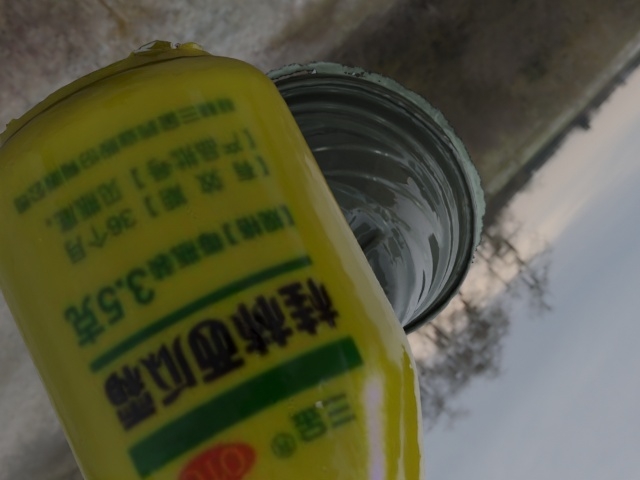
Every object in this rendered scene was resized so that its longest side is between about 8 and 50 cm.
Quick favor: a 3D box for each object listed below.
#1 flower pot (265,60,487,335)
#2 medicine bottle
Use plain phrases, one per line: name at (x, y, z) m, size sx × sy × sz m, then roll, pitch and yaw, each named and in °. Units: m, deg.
flower pot at (0.000, 0.000, 0.898) m, size 0.235 × 0.235 × 0.140 m, roll -48°, pitch -173°, yaw 24°
medicine bottle at (-0.005, 0.084, 0.378) m, size 0.111 × 0.309 × 0.076 m, roll -27°, pitch 165°, yaw -3°
